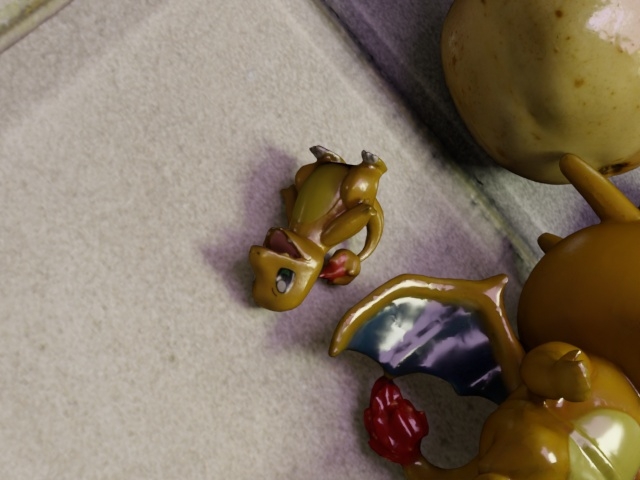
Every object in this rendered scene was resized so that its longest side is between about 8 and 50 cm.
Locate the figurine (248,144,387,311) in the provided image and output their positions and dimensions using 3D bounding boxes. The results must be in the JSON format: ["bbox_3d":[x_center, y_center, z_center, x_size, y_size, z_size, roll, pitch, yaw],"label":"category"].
[{"bbox_3d":[0.000,0.004,1.080,0.176,0.121,0.122,-50,132,-24],"label":"figurine"}]

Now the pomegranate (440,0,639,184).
[{"bbox_3d":[0.267,-0.220,1.233,0.319,0.319,0.319,14,64,-32],"label":"pomegranate"}]

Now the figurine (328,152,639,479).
[{"bbox_3d":[0.239,0.125,1.071,0.401,0.268,0.387,43,62,-10],"label":"figurine"}]

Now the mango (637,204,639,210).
[{"bbox_3d":[0.464,0.098,1.296,0.264,0.221,0.378,4,60,-29],"label":"mango"}]
